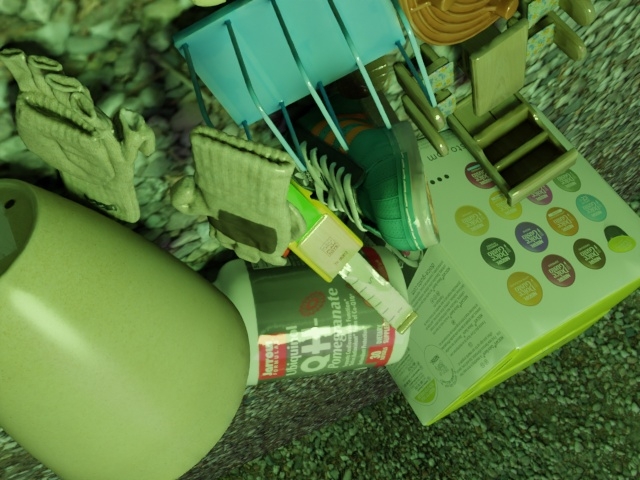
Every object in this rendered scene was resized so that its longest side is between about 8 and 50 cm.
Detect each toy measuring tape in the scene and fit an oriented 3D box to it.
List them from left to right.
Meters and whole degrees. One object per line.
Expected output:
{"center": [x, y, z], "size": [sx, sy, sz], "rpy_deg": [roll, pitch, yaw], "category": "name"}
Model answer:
{"center": [0.000, 0.000, 0.788], "size": [0.121, 0.121, 0.330], "rpy_deg": [-39, 124, 13], "category": "toy measuring tape"}

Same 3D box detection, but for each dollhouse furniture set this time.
{"center": [0.237, -0.170, 0.804], "size": [0.212, 0.161, 0.242], "rpy_deg": [-35, 158, 3], "category": "dollhouse furniture set"}

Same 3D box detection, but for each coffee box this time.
{"center": [0.260, 0.042, 1.044], "size": [0.337, 0.334, 0.338], "rpy_deg": [-22, 155, -26], "category": "coffee box"}

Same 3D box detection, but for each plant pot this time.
{"center": [-0.234, 0.075, 0.603], "size": [0.256, 0.256, 0.274], "rpy_deg": [-32, 142, -5], "category": "plant pot"}

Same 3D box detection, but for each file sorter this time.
{"center": [-0.008, -0.133, 0.514], "size": [0.170, 0.105, 0.118], "rpy_deg": [-25, 148, 9], "category": "file sorter"}

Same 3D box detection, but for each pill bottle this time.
{"center": [-0.050, 0.107, 0.901], "size": [0.318, 0.176, 0.176], "rpy_deg": [-6, 150, -14], "category": "pill bottle"}

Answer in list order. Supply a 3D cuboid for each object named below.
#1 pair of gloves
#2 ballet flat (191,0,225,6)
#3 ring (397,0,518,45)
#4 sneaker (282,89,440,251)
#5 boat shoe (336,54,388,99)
{"center": [-0.124, -0.055, 0.517], "size": [0.204, 0.240, 0.042], "rpy_deg": [89, 21, -67], "category": "pair of gloves"}
{"center": [-0.026, -0.226, 0.472], "size": [0.173, 0.049, 0.057], "rpy_deg": [-32, 161, 6], "category": "ballet flat"}
{"center": [0.179, -0.306, 0.505], "size": [0.336, 0.032, 0.337], "rpy_deg": [-40, 155, -23], "category": "ring"}
{"center": [0.029, -0.066, 0.617], "size": [0.121, 0.302, 0.108], "rpy_deg": [-17, 116, 2], "category": "sneaker"}
{"center": [0.028, -0.209, 0.576], "size": [0.064, 0.060, 0.178], "rpy_deg": [-15, 148, -7], "category": "boat shoe"}
